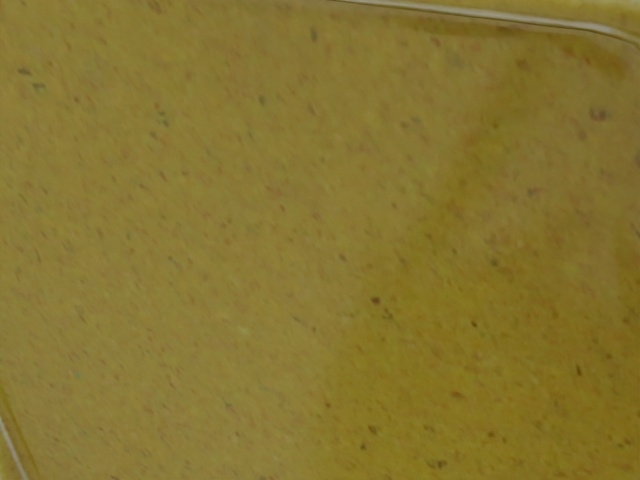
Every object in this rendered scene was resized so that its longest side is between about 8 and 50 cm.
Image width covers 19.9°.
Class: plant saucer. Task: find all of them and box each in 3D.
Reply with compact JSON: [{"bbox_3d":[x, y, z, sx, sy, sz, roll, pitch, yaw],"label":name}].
[{"bbox_3d":[0.000,0.000,0.471,0.332,0.333,0.081,9,46,24],"label":"plant saucer"}]
